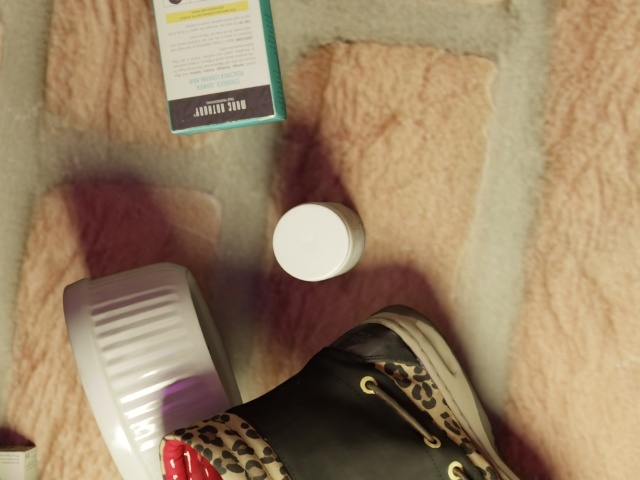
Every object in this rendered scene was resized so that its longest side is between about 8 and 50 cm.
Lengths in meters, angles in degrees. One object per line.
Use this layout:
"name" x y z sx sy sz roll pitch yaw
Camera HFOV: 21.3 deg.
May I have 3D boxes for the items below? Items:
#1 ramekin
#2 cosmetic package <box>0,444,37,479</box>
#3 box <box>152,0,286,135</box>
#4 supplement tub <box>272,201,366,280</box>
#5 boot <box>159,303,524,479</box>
"ramekin" -0.141 0.117 1.510 0.109 0.207 0.207 -20 88 0
"cosmetic package" -0.303 0.254 1.619 0.060 0.041 0.115 -1 91 10
"box" -0.100 -0.224 1.560 0.101 0.060 0.244 -8 90 11
"supplement tub" 0.000 0.000 1.523 0.071 0.107 0.071 0 92 11
"boot" 0.052 0.261 1.426 0.138 0.284 0.377 -35 80 50
